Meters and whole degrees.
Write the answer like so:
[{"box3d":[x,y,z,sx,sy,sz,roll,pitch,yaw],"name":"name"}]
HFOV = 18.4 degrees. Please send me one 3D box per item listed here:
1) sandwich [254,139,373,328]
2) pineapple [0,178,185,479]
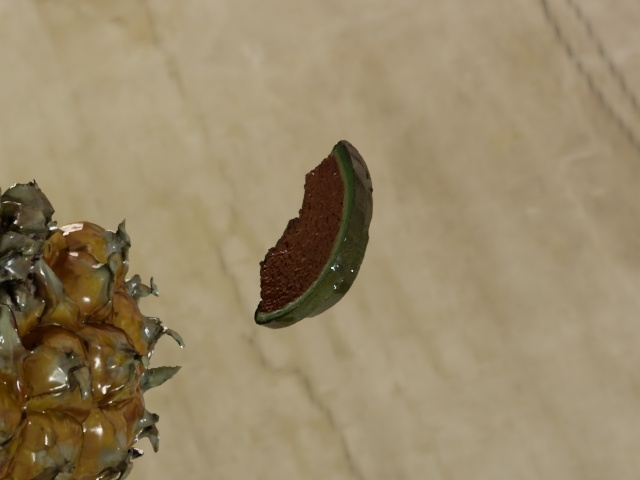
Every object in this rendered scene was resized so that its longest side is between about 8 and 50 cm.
[{"box3d":[0.000,0.002,1.299,0.067,0.029,0.135,32,-80,45],"name":"sandwich"},{"box3d":[-0.204,0.110,1.230,0.209,0.344,0.286,55,-37,17],"name":"pineapple"}]
